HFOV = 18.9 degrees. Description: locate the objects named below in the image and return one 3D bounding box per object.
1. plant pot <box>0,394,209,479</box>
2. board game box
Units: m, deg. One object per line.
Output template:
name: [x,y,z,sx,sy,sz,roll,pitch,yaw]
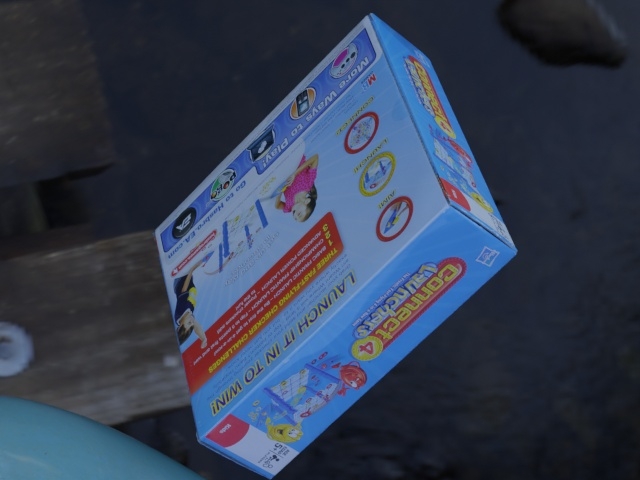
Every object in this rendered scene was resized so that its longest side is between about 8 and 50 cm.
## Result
plant pot: [-0.178,0.217,1.039,0.293,0.293,0.235,-61,141,-16]
board game box: [0.000,0.000,1.698,0.086,0.302,0.308,33,114,-32]
